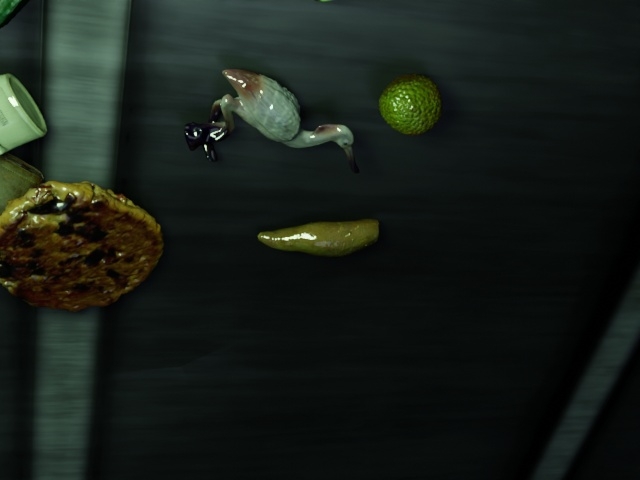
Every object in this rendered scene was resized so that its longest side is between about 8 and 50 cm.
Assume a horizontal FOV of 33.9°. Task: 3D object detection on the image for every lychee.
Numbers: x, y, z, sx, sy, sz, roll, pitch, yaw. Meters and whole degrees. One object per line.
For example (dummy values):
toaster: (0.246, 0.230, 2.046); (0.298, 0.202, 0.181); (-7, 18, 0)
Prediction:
lychee: (0.161, -0.244, 1.883); (0.114, 0.114, 0.146); (-41, 171, 18)

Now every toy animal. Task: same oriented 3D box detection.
toy animal: (-0.075, -0.213, 1.845); (0.324, 0.090, 0.195); (3, 136, -10)

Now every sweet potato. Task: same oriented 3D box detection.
sweet potato: (0.000, 0.000, 2.073); (0.244, 0.077, 0.077); (-7, 132, -15)

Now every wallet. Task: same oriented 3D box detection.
wallet: (-0.607, -0.057, 1.843); (0.255, 0.031, 0.137); (-37, 134, 17)

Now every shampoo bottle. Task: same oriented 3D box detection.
shampoo bottle: (-0.576, -0.170, 1.710); (0.234, 0.087, 0.118); (-27, 117, 6)

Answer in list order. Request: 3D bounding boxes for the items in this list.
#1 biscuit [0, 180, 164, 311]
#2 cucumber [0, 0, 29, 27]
biscuit: (-0.451, 0.008, 1.915); (0.289, 0.081, 0.334); (-37, 139, 15)
cucumber: (-0.479, -0.400, 1.481); (0.130, 0.191, 0.191); (-46, 129, 15)
